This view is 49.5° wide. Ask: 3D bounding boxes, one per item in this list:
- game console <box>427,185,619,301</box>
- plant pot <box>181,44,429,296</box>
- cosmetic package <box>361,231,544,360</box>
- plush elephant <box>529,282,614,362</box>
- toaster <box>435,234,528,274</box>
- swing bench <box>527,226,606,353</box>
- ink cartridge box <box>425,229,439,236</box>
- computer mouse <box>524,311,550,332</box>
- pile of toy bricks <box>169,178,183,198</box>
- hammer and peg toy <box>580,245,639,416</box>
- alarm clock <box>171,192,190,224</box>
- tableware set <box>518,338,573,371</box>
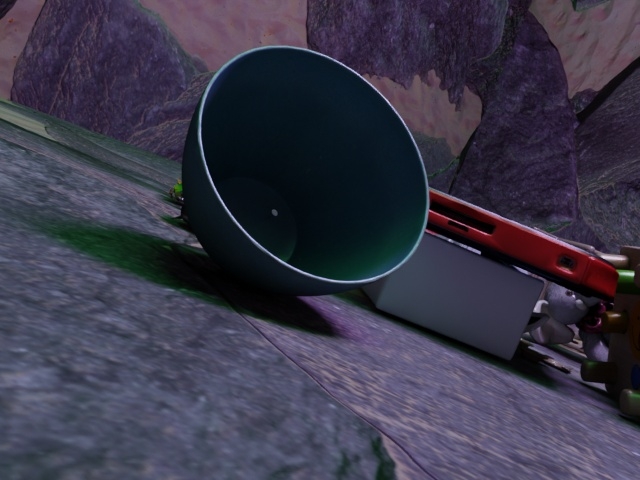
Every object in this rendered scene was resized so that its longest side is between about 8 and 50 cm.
[{"bbox_3d":[0.268,0.001,1.147,0.387,0.060,0.342,24,-1,7],"label":"game console"},{"bbox_3d":[-0.046,-0.053,0.830,0.290,0.290,0.195,20,-32,-24],"label":"plant pot"},{"bbox_3d":[0.197,0.069,1.122,0.224,0.138,0.224,22,3,-6],"label":"cosmetic package"},{"bbox_3d":[0.604,0.147,1.490,0.255,0.271,0.330,35,-26,-6],"label":"plush elephant"},{"bbox_3d":[0.321,0.075,1.437,0.227,0.129,0.146,38,-20,-16],"label":"toaster"},{"bbox_3d":[0.620,0.127,1.782,0.165,0.253,0.255,21,5,-19],"label":"swing bench"},{"bbox_3d":[0.351,0.089,1.649,0.273,0.114,0.197,22,14,-19],"label":"ink cartridge box"},{"bbox_3d":[0.321,0.145,1.279,0.193,0.042,0.106,5,-7,18],"label":"computer mouse"},{"bbox_3d":[-0.244,-0.101,1.362,0.105,0.118,0.212,-11,23,-11],"label":"pile of toy bricks"},{"bbox_3d":[0.495,0.150,1.010,0.128,0.265,0.361,5,5,3],"label":"hammer and peg toy"},{"bbox_3d":[-0.139,-0.028,1.111,0.192,0.064,0.129,19,5,-8],"label":"alarm clock"},{"bbox_3d":[0.368,0.192,1.251,0.141,0.020,0.169,19,5,-43],"label":"tableware set"}]
